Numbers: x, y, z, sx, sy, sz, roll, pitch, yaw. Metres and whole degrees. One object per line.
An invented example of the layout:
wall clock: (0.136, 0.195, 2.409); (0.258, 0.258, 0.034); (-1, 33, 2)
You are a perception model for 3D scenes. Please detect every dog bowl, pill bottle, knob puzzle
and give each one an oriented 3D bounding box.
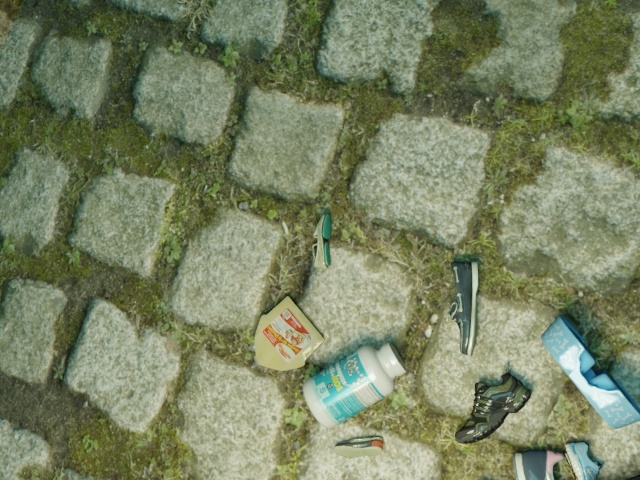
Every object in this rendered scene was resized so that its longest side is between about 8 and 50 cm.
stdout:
dog bowl: (0.648, 0.320, 1.437); (0.074, 0.166, 0.297); (-42, 71, 17)
pill bottle: (0.095, 0.377, 1.590); (0.264, 0.146, 0.146); (-33, 72, 7)
knob puzzle: (-0.107, 0.291, 1.728); (0.213, 0.030, 0.213); (-3, 78, 15)

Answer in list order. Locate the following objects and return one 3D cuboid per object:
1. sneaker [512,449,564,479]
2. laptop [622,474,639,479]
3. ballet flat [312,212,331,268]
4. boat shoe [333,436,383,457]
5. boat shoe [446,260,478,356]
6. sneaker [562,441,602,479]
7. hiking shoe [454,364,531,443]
sneaker: (0.558, 0.662, 1.415); (0.131, 0.112, 0.319); (-16, 76, 16)
laptop: (0.726, 0.662, 1.348); (0.234, 0.264, 0.136); (-23, 37, 8)
ballet flat: (0.000, 0.000, 1.744); (0.052, 0.057, 0.168); (-4, 77, 26)
boat shoe: (0.103, 0.555, 1.607); (0.137, 0.049, 0.043); (-8, 34, 17)
boat shoe: (0.376, 0.176, 1.575); (0.079, 0.095, 0.254); (1, 78, 15)
sneaker: (0.651, 0.565, 1.434); (0.073, 0.063, 0.162); (-21, 77, 5)
hiking shoe: (0.424, 0.426, 1.528); (0.227, 0.086, 0.114); (-38, 58, 0)
